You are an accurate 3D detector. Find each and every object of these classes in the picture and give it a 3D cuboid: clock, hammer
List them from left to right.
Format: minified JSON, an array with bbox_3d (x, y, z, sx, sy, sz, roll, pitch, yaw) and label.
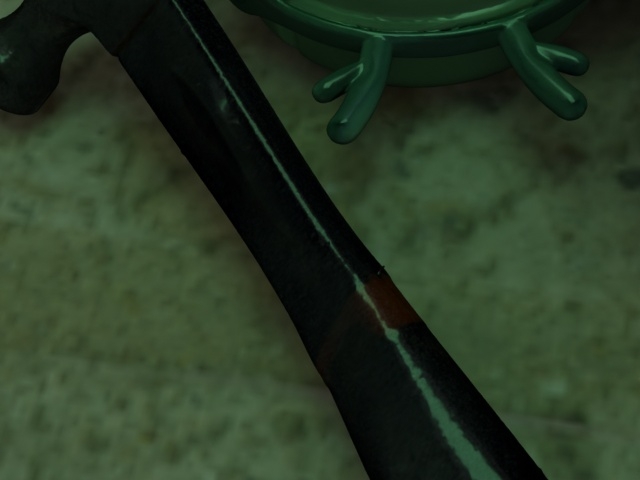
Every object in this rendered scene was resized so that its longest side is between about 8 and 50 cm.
[{"bbox_3d":[0.000,0.000,0.577,0.137,0.037,0.290,-47,65,28],"label":"hammer"},{"bbox_3d":[0.033,-0.119,0.659,0.159,0.066,0.211,-5,59,2],"label":"clock"}]
